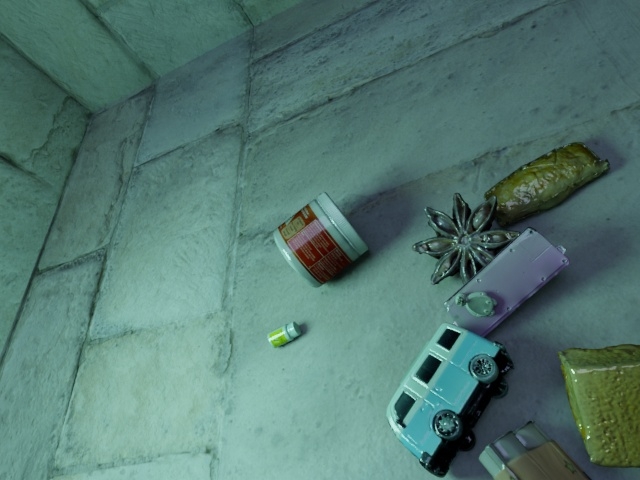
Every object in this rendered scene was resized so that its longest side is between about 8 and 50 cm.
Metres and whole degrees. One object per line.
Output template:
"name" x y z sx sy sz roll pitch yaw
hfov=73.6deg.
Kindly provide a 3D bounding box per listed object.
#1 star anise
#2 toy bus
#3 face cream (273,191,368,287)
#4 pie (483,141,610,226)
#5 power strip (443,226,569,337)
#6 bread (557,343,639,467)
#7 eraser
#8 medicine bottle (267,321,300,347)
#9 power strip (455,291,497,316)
"star anise" 0.348 0.006 1.014 0.223 0.109 0.235 18 93 28
"toy bus" 0.252 0.312 0.870 0.165 0.133 0.271 27 74 44
"face cream" 0.000 0.000 1.165 0.187 0.201 0.201 -38 49 5
"pie" 0.539 -0.143 1.031 0.283 0.068 0.128 -29 51 6
"power strip" 0.392 0.095 0.919 0.109 0.037 0.279 47 107 16
"bread" 0.560 0.257 0.695 0.275 0.114 0.184 -14 89 20
"eraser" 0.407 0.446 0.684 0.290 0.171 0.087 50 124 41
"medicine bottle" -0.099 0.256 1.163 0.083 0.047 0.047 -29 51 13
"power strip" 0.329 0.134 0.906 0.083 0.035 0.055 13 97 20
